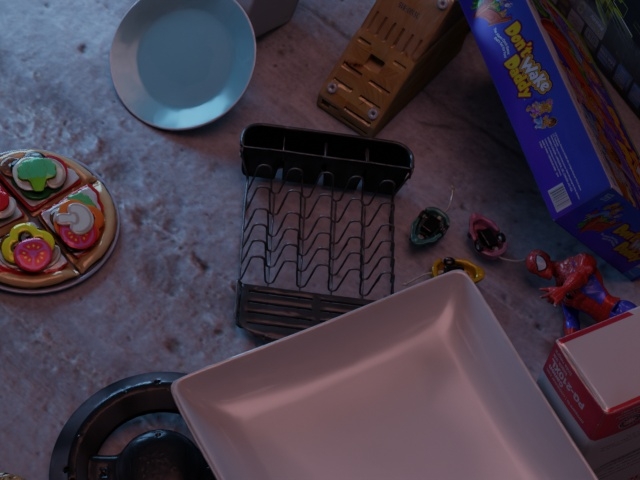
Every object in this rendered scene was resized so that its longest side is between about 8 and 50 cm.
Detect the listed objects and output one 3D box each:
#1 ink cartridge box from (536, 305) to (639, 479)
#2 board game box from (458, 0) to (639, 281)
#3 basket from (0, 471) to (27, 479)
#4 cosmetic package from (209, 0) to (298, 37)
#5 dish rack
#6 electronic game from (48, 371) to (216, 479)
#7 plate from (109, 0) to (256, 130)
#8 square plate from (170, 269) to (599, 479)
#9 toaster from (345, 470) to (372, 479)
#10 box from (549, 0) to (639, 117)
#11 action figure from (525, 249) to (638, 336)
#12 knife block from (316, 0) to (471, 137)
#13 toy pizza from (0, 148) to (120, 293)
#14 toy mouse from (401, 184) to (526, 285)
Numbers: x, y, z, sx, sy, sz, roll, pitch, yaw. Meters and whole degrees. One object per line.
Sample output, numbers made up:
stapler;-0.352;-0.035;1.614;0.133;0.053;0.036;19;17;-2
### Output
ink cartridge box;0.310;0.177;1.653;0.172;0.237;0.100;-19;59;-22
board game box;0.297;-0.144;1.878;0.078;0.233;0.347;-31;58;20
basket;-0.394;0.360;1.477;0.299;0.223;0.213;-23;96;-24
cosmetic package;-0.118;-0.406;1.959;0.224;0.224;0.138;37;38;13
dish rack;0.000;0.000;1.812;0.208;0.074;0.271;7;55;-6
electronic game;-0.166;0.240;1.629;0.229;0.048;0.229;1;58;-1
plate;-0.166;-0.224;1.922;0.188;0.024;0.188;-2;81;12
square plate;0.075;0.226;1.549;0.347;0.049;0.344;-20;61;-19
toaster;0.102;0.314;1.594;0.185;0.110;0.168;-18;62;-22
box;0.459;-0.290;1.951;0.097;0.318;0.395;-22;64;-23
action figure;0.336;0.112;1.786;0.280;0.091;0.139;37;45;14
knife block;0.131;-0.263;2.025;0.088;0.242;0.276;35;102;15
toy pizza;-0.329;-0.029;1.791;0.201;0.032;0.201;5;55;-7
toy mouse;0.162;0.000;1.869;0.161;0.031;0.143;0;56;-12
